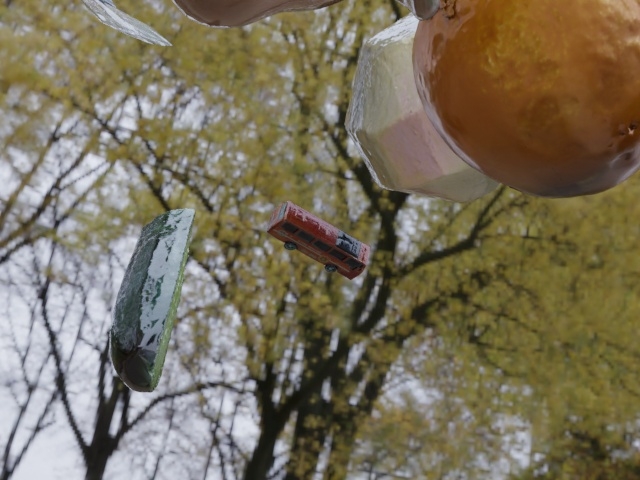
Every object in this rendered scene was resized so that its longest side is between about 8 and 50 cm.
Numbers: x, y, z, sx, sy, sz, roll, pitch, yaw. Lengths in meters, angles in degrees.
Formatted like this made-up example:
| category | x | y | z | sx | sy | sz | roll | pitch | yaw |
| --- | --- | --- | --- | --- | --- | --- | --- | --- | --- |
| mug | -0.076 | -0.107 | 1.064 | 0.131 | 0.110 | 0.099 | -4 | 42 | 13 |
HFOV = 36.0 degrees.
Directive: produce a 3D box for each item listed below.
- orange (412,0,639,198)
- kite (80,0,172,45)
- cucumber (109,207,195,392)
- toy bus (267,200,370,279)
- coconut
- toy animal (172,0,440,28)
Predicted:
| category | x | y | z | sx | sy | sz | roll | pitch | yaw |
| --- | --- | --- | --- | --- | --- | --- | --- | --- | --- |
| orange | 0.202 | -0.157 | 0.853 | 0.246 | 0.246 | 0.246 | 9 | -25 | 4 |
| kite | -0.254 | -0.273 | 0.993 | 0.245 | 0.015 | 0.141 | 45 | 11 | 14 |
| cucumber | -0.176 | 0.063 | 1.002 | 0.063 | 0.244 | 0.115 | 9 | -65 | -6 |
| toy bus | 0.000 | 0.000 | 0.993 | 0.110 | 0.031 | 0.043 | 29 | -37 | -22 |
| coconut | 0.153 | -0.163 | 1.235 | 0.259 | 0.259 | 0.259 | 9 | -25 | 4 |
| toy animal | -0.028 | -0.285 | 0.630 | 0.269 | 0.237 | 0.326 | 13 | -30 | -22 |
